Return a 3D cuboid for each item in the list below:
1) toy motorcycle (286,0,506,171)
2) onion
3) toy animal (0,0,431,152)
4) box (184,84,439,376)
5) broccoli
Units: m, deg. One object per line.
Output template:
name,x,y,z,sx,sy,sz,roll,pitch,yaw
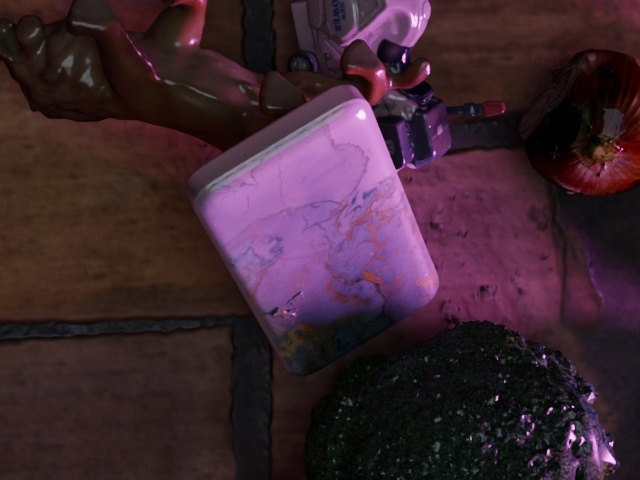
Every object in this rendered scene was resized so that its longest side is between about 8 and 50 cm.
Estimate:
toy motorcycle,0.052,-0.153,1.434,0.150,0.102,0.221,-3,109,25
onion,0.219,-0.088,1.482,0.119,0.118,0.117,29,127,-14
toy animal,-0.094,-0.114,1.392,0.312,0.157,0.097,20,58,-7
box,0.000,0.000,1.403,0.142,0.044,0.285,-33,146,-4
broccoli,0.105,0.199,1.460,0.294,0.265,0.245,-44,138,-30
